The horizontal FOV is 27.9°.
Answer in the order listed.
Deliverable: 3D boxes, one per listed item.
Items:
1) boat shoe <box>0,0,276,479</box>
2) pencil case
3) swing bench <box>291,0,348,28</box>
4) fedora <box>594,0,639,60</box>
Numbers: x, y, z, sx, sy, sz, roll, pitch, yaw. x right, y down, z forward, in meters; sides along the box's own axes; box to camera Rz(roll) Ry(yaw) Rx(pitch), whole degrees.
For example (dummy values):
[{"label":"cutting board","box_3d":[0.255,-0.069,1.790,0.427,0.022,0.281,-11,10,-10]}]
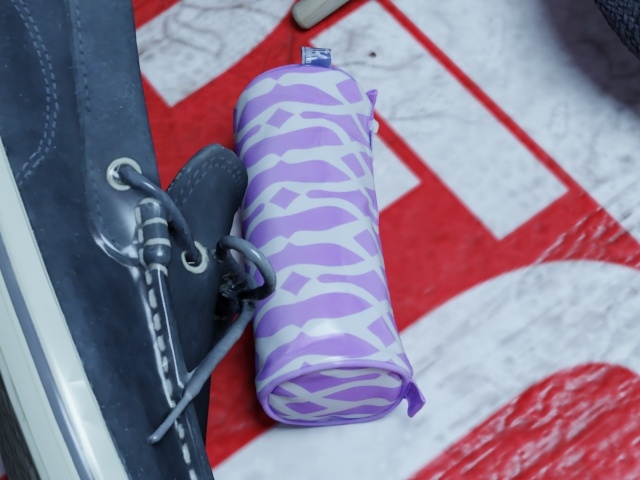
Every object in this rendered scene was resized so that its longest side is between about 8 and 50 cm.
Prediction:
[{"label":"boat shoe","box_3d":[-0.100,0.019,0.636,0.156,0.187,0.500,-15,73,-20]},{"label":"pencil case","box_3d":[0.000,0.000,0.715,0.088,0.086,0.206,5,61,-18]},{"label":"swing bench","box_3d":[0.038,-0.319,0.835,0.255,0.165,0.253,-26,60,-6]},{"label":"fedora","box_3d":[0.239,-0.172,0.709,0.152,0.334,0.334,-31,52,37]}]
